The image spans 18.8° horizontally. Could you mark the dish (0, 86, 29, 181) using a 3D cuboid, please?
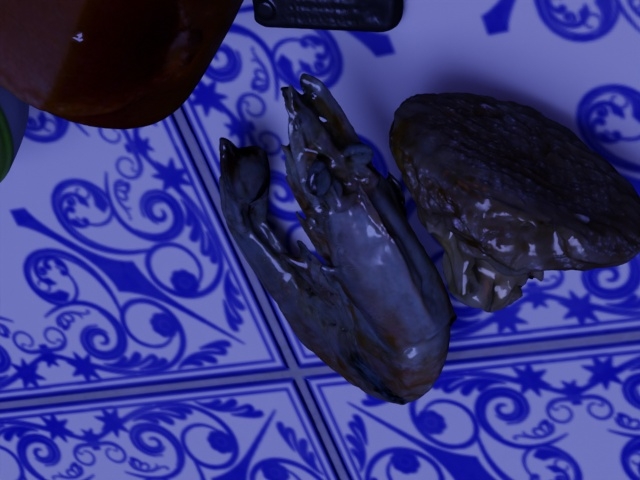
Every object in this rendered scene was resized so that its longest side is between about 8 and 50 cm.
[{"bbox_3d":[-0.357,-0.187,1.563,0.324,0.124,0.324,25,152,14],"label":"dish"}]

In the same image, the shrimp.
[{"bbox_3d":[0.000,0.000,1.551,0.247,0.085,0.360,29,151,33],"label":"shrimp"}]

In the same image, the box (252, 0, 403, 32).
[{"bbox_3d":[0.000,-0.216,1.470,0.125,0.027,0.126,5,126,20],"label":"box"}]

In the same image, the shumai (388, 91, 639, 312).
[{"bbox_3d":[0.136,-0.018,1.468,0.209,0.161,0.153,25,133,4],"label":"shumai"}]

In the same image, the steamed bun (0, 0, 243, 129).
[{"bbox_3d":[-0.199,-0.274,1.367,0.379,0.248,0.235,38,133,8],"label":"steamed bun"}]
